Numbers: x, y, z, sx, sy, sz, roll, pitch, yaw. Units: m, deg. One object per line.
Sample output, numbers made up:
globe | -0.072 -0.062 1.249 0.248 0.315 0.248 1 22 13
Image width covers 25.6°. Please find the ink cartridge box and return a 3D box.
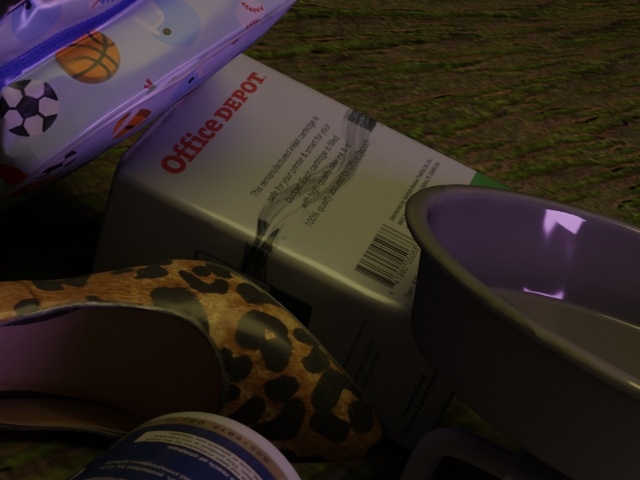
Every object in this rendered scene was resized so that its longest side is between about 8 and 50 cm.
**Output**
ink cartridge box | 0.000 0.000 0.782 0.208 0.087 0.153 28 39 7

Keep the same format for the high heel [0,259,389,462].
high heel | -0.111 0.069 0.579 0.261 0.093 0.186 22 27 9

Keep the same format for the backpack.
backpack | -0.159 -0.138 0.730 0.276 0.213 0.263 -33 16 -29

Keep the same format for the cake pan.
cake pan | 0.165 0.058 0.623 0.293 0.054 0.293 20 15 -6

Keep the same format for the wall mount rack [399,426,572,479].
wall mount rack | 0.125 0.202 0.490 0.304 0.130 0.350 27 24 14

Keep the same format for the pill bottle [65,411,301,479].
pill bottle | -0.074 0.130 0.477 0.094 0.094 0.169 30 25 12
